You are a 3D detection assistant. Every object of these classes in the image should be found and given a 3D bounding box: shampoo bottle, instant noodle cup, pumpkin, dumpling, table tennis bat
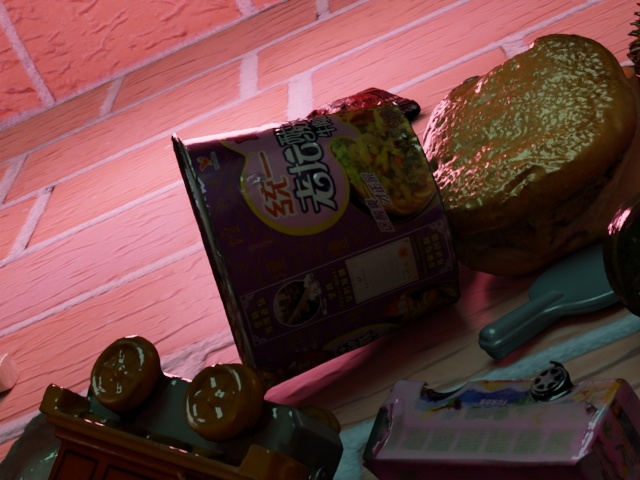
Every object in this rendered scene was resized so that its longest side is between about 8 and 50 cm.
[{"bbox_3d":[-0.518,0.213,2.250,0.152,0.045,0.077,-21,20,16],"label":"shampoo bottle"},{"bbox_3d":[0.000,0.000,1.785,0.266,0.340,0.340,-17,19,-5],"label":"instant noodle cup"},{"bbox_3d":[0.384,0.005,1.484,0.223,0.157,0.223,-13,5,1],"label":"pumpkin"},{"bbox_3d":[-0.263,0.256,1.685,0.216,0.149,0.105,-25,58,-20],"label":"dumpling"},{"bbox_3d":[0.269,0.059,1.670,0.237,0.038,0.149,-30,19,-23],"label":"table tennis bat"}]

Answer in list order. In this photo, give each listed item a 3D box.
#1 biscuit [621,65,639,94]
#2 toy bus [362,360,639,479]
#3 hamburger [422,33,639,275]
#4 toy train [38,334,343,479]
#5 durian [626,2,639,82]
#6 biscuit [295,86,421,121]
[{"bbox_3d":[0.285,-0.142,2.090,0.312,0.057,0.351,-25,19,27],"label":"biscuit"},{"bbox_3d":[0.163,0.182,1.405,0.274,0.090,0.112,-7,35,46],"label":"toy bus"},{"bbox_3d":[0.250,-0.105,1.844,0.290,0.170,0.314,-23,40,19],"label":"hamburger"},{"bbox_3d":[-0.140,0.230,1.497,0.369,0.163,0.232,9,74,41],"label":"toy train"},{"bbox_3d":[0.493,-0.272,2.146,0.139,0.144,0.252,3,22,13],"label":"durian"},{"bbox_3d":[0.055,-0.214,2.602,0.151,0.063,0.235,-20,12,-18],"label":"biscuit"}]
